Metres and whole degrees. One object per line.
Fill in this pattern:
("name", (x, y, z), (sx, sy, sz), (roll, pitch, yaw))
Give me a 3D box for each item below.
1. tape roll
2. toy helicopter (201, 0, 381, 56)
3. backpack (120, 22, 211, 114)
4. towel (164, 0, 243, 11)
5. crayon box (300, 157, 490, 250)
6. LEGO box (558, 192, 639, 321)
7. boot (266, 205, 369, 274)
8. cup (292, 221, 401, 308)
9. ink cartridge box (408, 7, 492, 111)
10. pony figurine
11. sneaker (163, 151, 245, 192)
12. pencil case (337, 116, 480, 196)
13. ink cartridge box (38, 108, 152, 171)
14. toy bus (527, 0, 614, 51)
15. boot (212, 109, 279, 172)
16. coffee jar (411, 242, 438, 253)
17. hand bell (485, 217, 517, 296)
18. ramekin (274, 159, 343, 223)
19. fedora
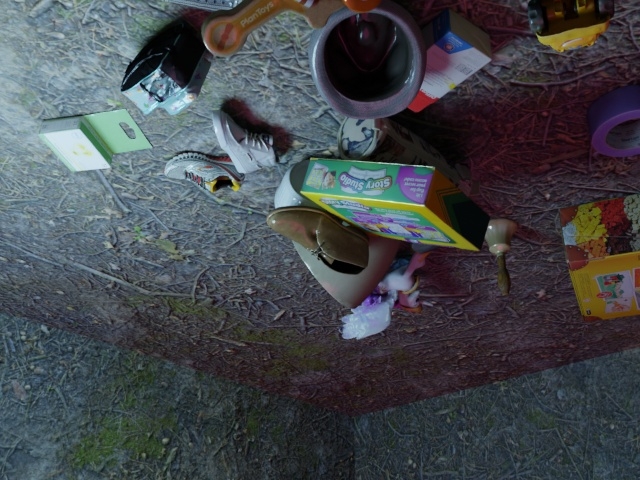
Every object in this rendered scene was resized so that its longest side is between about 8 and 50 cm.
("tape roll", (0.761, -0.292, 1.741), (0.189, 0.080, 0.189), (0, 150, 0))
("toy helicopter", (-0.074, -0.469, 1.285), (0.355, 0.140, 0.235), (-33, 133, 6))
("backpack", (-0.343, -0.364, 1.553), (0.189, 0.165, 0.144), (-16, 137, 31))
("towel", (-0.203, -0.553, 1.324), (0.313, 0.056, 0.324), (9, 149, -14))
("crayon box", (0.186, -0.090, 1.749), (0.363, 0.106, 0.313), (9, 166, 39))
("LEGO box", (0.992, 0.062, 2.249), (0.373, 0.193, 0.500), (-11, 148, 21))
("boot", (0.000, 0.000, 1.846), (0.306, 0.115, 0.112), (20, 136, -23))
("cup", (0.100, 0.003, 2.098), (0.237, 0.331, 0.331), (-37, 139, 14))
("ink cartridge box", (0.249, -0.394, 1.573), (0.134, 0.077, 0.231), (22, 145, -31))
("pony figurine", (0.214, 0.150, 2.399), (0.351, 0.302, 0.363), (-8, 135, -1))
("sneaker", (-0.320, -0.184, 1.947), (0.226, 0.092, 0.088), (3, 151, -2))
("pencil case", (0.225, -0.205, 1.827), (0.410, 0.159, 0.184), (25, 148, -36))
("ink cartridge box", (-0.589, -0.261, 1.860), (0.235, 0.056, 0.171), (-4, 150, 13))
("toy bus", (0.479, -0.440, 1.356), (0.150, 0.220, 0.211), (-7, 156, 20))
("boot", (-0.185, -0.264, 1.822), (0.124, 0.095, 0.258), (-11, 158, 8))
("coffee jar", (0.309, -0.055, 2.067), (0.096, 0.184, 0.079), (-24, 142, 37))
("hand bell", (0.570, 0.064, 2.215), (0.126, 0.241, 0.126), (0, 151, 0))
("ramekin", (-0.017, -0.128, 1.938), (0.207, 0.207, 0.109), (7, 140, -11))
("fedora", (0.099, -0.406, 1.496), (0.244, 0.124, 0.275), (-10, 134, 12))
